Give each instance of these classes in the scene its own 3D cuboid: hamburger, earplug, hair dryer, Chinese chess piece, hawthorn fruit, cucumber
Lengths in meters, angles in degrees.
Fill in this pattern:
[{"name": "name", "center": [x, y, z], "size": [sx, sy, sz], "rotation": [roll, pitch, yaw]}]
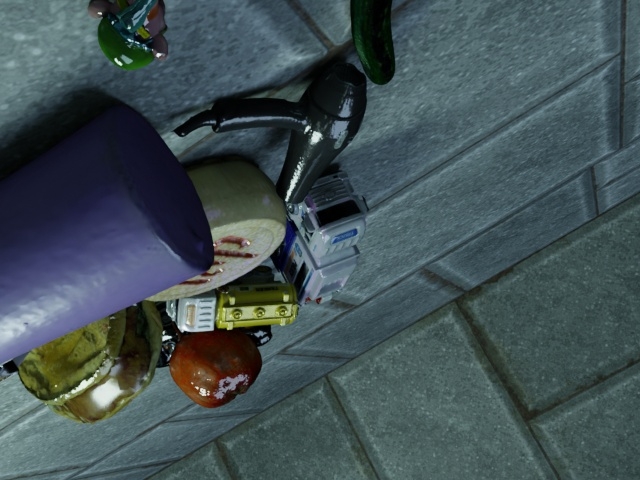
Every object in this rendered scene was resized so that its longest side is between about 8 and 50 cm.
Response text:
[{"name": "hamburger", "center": [-0.374, 0.186, 1.395], "size": [0.309, 0.211, 0.132], "rotation": [-35, 157, 25]}, {"name": "earplug", "center": [-0.368, 0.036, 1.005], "size": [0.456, 0.215, 0.215], "rotation": [-27, 163, 10]}, {"name": "hair dryer", "center": [-0.082, -0.143, 1.133], "size": [0.272, 0.091, 0.235], "rotation": [0, 139, -31]}, {"name": "Chinese chess piece", "center": [-0.184, -0.013, 1.279], "size": [0.270, 0.112, 0.270], "rotation": [-24, 162, -8]}, {"name": "hawthorn fruit", "center": [-0.209, 0.214, 1.568], "size": [0.157, 0.194, 0.157], "rotation": [-47, -179, 1]}, {"name": "cucumber", "center": [0.064, -0.269, 1.022], "size": [0.056, 0.056, 0.284], "rotation": [-27, 158, -4]}]

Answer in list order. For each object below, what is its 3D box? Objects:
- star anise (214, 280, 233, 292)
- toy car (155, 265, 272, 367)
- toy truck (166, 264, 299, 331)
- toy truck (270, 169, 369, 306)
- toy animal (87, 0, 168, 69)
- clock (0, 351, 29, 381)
[{"name": "star anise", "center": [-0.190, 0.050, 1.452], "size": [0.157, 0.053, 0.212], "rotation": [10, -169, 39]}, {"name": "toy car", "center": [-0.232, 0.159, 1.691], "size": [0.301, 0.118, 0.193], "rotation": [-22, 143, -6]}, {"name": "toy truck", "center": [-0.159, 0.109, 1.537], "size": [0.227, 0.114, 0.098], "rotation": [-2, 113, -21]}, {"name": "toy truck", "center": [0.000, 0.000, 1.519], "size": [0.124, 0.155, 0.268], "rotation": [-21, 161, -21]}, {"name": "toy animal", "center": [-0.128, -0.229, 0.757], "size": [0.208, 0.100, 0.103], "rotation": [-24, -154, 29]}, {"name": "clock", "center": [-0.487, 0.150, 1.214], "size": [0.186, 0.083, 0.253], "rotation": [-30, -166, 6]}]
